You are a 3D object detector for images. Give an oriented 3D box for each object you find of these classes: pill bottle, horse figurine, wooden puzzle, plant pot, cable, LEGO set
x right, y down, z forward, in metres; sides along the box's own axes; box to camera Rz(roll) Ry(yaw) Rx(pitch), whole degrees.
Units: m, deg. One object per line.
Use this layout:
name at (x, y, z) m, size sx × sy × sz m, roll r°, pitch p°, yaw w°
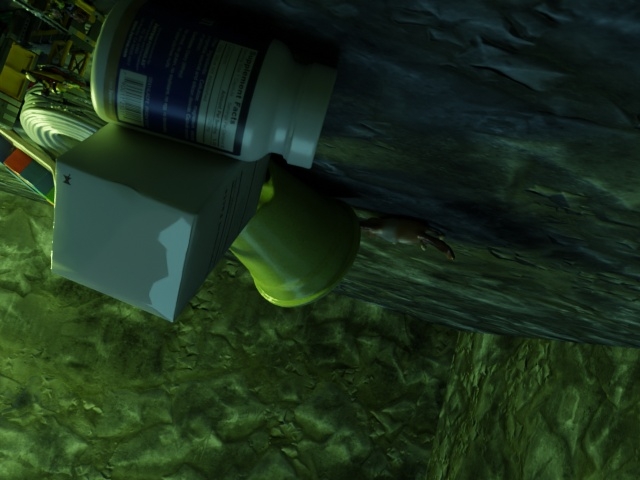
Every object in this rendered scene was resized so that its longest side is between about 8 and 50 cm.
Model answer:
pill bottle at (-0.121, -0.182, 0.787) m, size 0.265 × 0.153 × 0.153 m, roll 16°, pitch 170°, yaw -4°
horse figurine at (0.182, -0.015, 1.522) m, size 0.263 × 0.066 × 0.174 m, roll 12°, pitch 176°, yaw 32°
wooden puzzle at (-0.631, -0.153, 1.447) m, size 0.348 × 0.080 × 0.322 m, roll 39°, pitch 168°, yaw 16°
plant pot at (-0.097, -0.038, 1.356) m, size 0.276 × 0.276 × 0.254 m, roll 7°, pitch 155°, yaw 39°
cable at (-0.448, -0.203, 1.260) m, size 0.257 × 0.089 × 0.257 m, roll -3°, pitch 150°, yaw 45°
LEGO set at (-0.446, -0.241, 0.835) m, size 0.332 × 0.192 × 0.255 m, roll 10°, pitch 169°, yaw 27°

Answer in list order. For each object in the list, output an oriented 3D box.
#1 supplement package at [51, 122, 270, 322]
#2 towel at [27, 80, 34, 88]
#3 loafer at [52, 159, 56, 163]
supplement package at (-0.200, -0.066, 0.882) m, size 0.178 × 0.175 × 0.293 m, roll 22°, pitch -146°, yaw 4°
towel at (-0.593, -0.279, 1.079) m, size 0.199 × 0.031 × 0.275 m, roll 22°, pitch 168°, yaw -33°
loafer at (-0.499, -0.208, 1.473) m, size 0.268 × 0.096 × 0.084 m, roll 5°, pitch 148°, yaw 17°
